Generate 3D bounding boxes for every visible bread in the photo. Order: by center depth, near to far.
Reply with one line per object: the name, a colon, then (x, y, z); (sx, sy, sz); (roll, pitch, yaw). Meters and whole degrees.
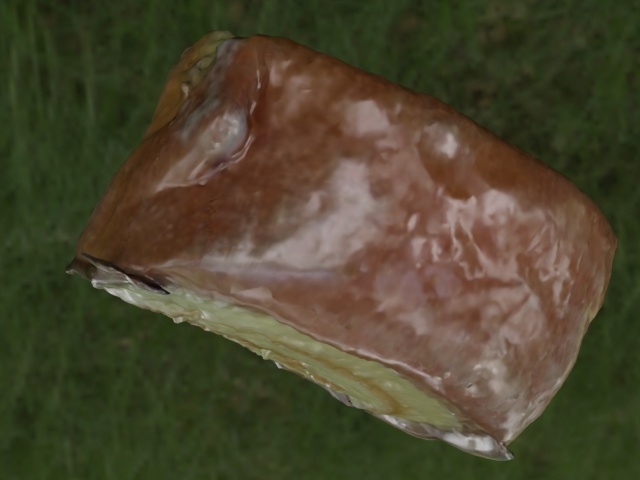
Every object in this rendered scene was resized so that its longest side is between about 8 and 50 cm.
bread: (0.008, 0.002, 0.763); (0.190, 0.123, 0.244); (16, 171, 42)
